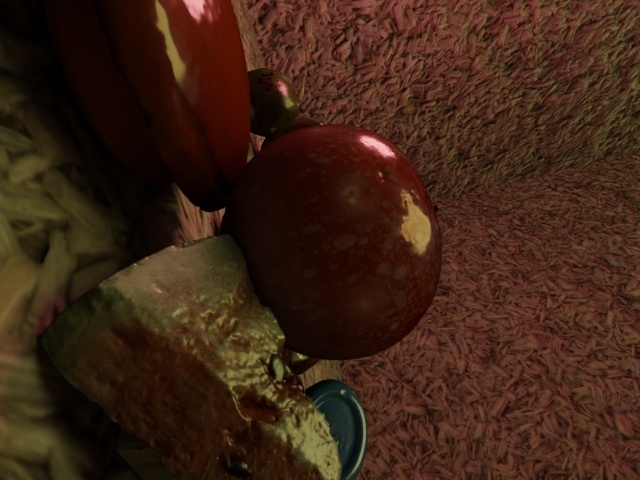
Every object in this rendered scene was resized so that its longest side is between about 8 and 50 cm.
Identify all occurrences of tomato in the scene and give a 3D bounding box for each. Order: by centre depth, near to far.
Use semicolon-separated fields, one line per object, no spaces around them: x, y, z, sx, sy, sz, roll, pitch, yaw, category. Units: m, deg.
0.000;0.000;0.467;0.270;0.227;0.269;179;-90;-67;tomato

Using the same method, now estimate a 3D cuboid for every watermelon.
-0.083;0.112;0.321;0.241;0.094;0.154;50;28;5;watermelon

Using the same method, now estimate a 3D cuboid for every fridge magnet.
-0.167;-0.209;0.460;0.363;0.156;0.362;170;-90;-90;fridge magnet

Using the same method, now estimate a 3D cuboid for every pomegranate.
-0.150;-0.403;1.195;0.248;0.202;0.201;-21;98;-62;pomegranate

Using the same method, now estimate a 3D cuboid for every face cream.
-0.043;0.258;0.469;0.264;0.083;0.149;-54;-176;47;face cream

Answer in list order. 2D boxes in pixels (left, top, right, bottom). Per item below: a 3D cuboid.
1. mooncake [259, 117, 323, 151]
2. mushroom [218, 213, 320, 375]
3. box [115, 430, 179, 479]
-0.067;-0.273;1.380;0.155;0.285;0.283;-93;169;-83;mooncake
-0.102;0.113;0.723;0.302;0.233;0.207;31;-30;23;mushroom
-0.125;0.146;0.464;0.269;0.079;0.134;-97;172;-60;box
